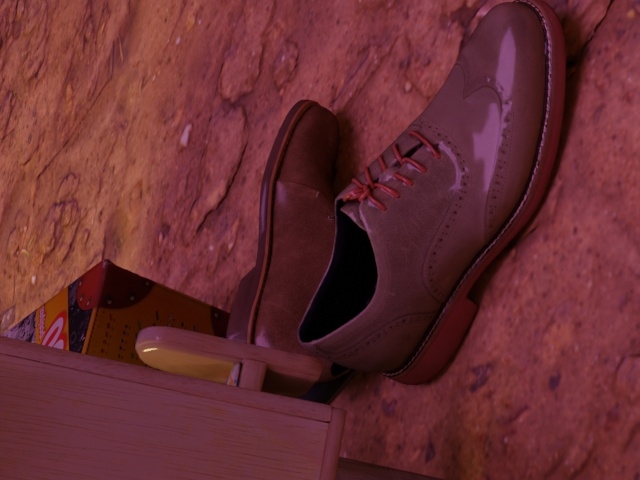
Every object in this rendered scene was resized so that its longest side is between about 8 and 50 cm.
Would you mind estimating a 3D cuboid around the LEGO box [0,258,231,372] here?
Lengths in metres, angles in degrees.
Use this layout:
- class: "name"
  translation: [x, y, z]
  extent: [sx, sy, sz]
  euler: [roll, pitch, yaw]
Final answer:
- class: "LEGO box"
  translation: [-0.275, 0.324, 1.461]
  extent: [0.372, 0.193, 0.500]
  euler: [-32, 41, 49]

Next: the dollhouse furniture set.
- class: "dollhouse furniture set"
  translation: [-0.152, 0.225, 1.002]
  extent: [0.394, 0.256, 0.362]
  euler: [113, 169, -64]

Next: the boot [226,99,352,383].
- class: "boot"
  translation: [0.000, 0.000, 1.335]
  extent: [0.115, 0.112, 0.305]
  euler: [-3, 59, 21]

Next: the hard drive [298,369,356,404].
- class: "hard drive"
  translation: [-0.017, 0.126, 1.374]
  extent: [0.135, 0.022, 0.094]
  euler: [-52, 40, 36]

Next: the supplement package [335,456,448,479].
- class: "supplement package"
  translation: [0.042, 0.280, 1.041]
  extent: [0.203, 0.149, 0.194]
  euler: [-149, 72, -85]

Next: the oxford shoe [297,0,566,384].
- class: "oxford shoe"
  translation: [0.089, -0.039, 1.153]
  extent: [0.123, 0.130, 0.348]
  euler: [42, 116, 55]
